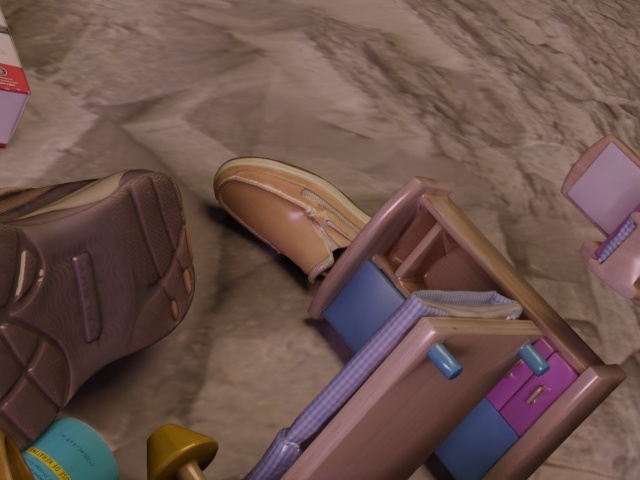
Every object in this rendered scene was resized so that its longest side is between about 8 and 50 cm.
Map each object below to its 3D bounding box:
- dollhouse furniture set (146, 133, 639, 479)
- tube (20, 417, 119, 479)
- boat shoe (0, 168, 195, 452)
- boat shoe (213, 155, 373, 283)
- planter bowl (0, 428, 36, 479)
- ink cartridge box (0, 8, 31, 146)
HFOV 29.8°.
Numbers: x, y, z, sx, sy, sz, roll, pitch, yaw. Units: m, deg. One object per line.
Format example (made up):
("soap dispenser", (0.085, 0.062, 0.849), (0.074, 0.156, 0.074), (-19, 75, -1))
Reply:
("dollhouse furniture set", (0.049, 0.030, 0.726), (0.198, 0.286, 0.303), (49, 24, 27))
("tube", (-0.183, 0.158, 0.583), (0.080, 0.052, 0.207), (36, 37, 13))
("boat shoe", (-0.202, 0.044, 0.656), (0.130, 0.132, 0.355), (-2, 9, 25))
("boat shoe", (0.000, 0.000, 0.943), (0.190, 0.068, 0.072), (25, 44, -11))
("planter bowl", (-0.129, 0.193, 0.486), (0.090, 0.217, 0.217), (-22, 53, -14))
("ink cartridge box", (-0.283, -0.138, 0.894), (0.099, 0.056, 0.135), (7, 40, -35))
